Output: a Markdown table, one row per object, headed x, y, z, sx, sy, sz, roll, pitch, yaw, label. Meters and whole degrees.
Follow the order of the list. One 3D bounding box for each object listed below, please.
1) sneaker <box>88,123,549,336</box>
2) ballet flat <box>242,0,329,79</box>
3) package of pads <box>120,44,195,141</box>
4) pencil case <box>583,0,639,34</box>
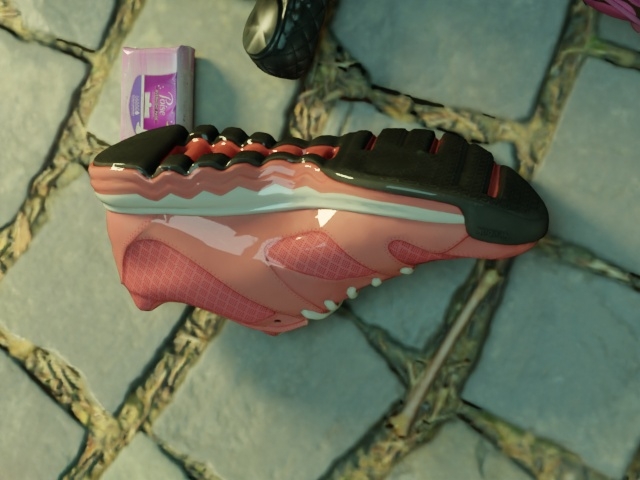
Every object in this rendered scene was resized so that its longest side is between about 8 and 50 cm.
| x | y | z | sx | sy | sz | roll | pitch | yaw | label |
| --- | --- | --- | --- | --- | --- | --- | --- | --- | --- |
| 0.000 | 0.000 | 1.086 | 0.313 | 0.116 | 0.136 | 4 | 113 | 16 | sneaker |
| -0.002 | -0.195 | 1.120 | 0.057 | 0.049 | 0.173 | 29 | 91 | 41 | ballet flat |
| -0.117 | -0.100 | 1.154 | 0.050 | 0.032 | 0.083 | 0 | 87 | 21 | package of pads |
| 0.232 | -0.235 | 1.007 | 0.098 | 0.095 | 0.209 | 35 | 99 | -13 | pencil case |
